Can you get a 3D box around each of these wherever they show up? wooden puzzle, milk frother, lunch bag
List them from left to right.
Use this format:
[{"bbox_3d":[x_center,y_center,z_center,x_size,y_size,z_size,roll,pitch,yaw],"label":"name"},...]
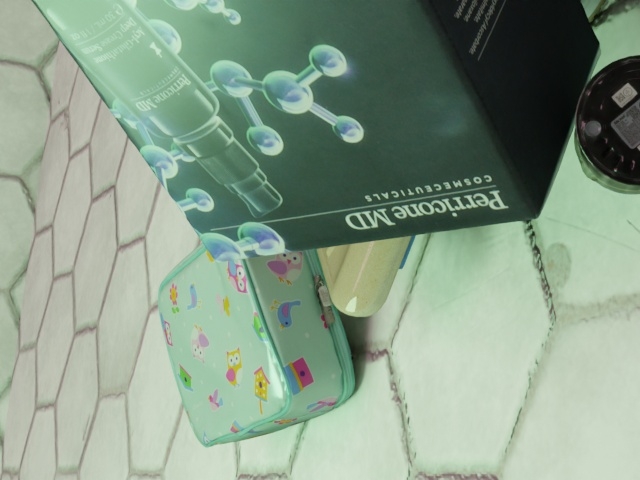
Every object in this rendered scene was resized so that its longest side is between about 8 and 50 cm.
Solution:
[{"bbox_3d":[-0.075,0.096,1.525,0.279,0.108,0.224,-33,70,58],"label":"lunch bag"},{"bbox_3d":[0.072,-0.129,1.357,0.348,0.080,0.322,-116,43,-65],"label":"wooden puzzle"},{"bbox_3d":[0.245,-0.056,0.950,0.135,0.129,0.143,2,-114,-79],"label":"milk frother"}]

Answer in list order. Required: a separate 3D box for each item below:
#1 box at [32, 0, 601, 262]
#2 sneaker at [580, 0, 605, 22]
[{"bbox_3d":[-0.021,-0.205,1.011,0.294,0.395,0.212,-9,39,34],"label":"box"},{"bbox_3d":[0.176,-0.265,1.111,0.282,0.153,0.099,124,147,-45],"label":"sneaker"}]
